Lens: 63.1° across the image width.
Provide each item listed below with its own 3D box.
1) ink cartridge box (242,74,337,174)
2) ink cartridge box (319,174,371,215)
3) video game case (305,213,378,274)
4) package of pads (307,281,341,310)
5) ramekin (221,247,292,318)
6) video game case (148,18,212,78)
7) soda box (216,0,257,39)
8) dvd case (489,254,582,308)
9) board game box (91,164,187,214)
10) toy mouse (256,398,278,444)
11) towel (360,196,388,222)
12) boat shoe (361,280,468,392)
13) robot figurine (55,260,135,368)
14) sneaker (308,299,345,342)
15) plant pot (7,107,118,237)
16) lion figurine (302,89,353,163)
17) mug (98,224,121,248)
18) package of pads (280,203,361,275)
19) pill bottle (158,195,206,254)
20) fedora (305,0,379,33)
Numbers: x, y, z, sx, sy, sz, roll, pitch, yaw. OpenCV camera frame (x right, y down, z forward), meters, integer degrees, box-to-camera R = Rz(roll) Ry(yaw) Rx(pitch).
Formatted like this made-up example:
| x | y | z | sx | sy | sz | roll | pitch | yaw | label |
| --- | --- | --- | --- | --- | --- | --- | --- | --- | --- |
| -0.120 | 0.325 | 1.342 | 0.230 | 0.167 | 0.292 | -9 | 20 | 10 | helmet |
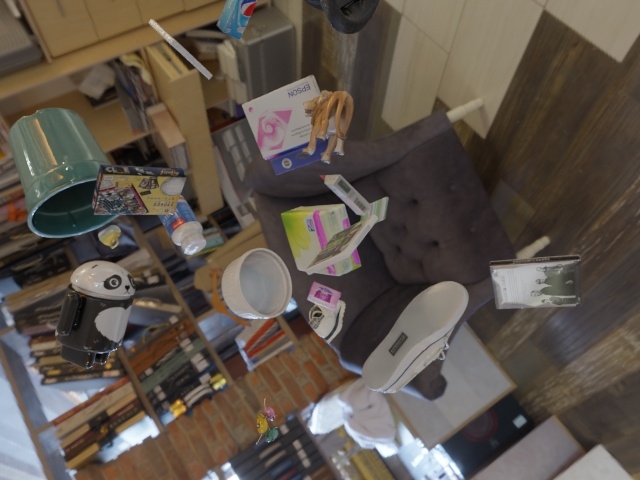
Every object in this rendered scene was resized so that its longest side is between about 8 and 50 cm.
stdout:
| x | y | z | sx | sy | sz | roll | pitch | yaw | label |
| --- | --- | --- | --- | --- | --- | --- | --- | --- | --- |
| -0.117 | -0.461 | 2.143 | 0.330 | 0.324 | 0.071 | 68 | -158 | -13 | ink cartridge box |
| 0.085 | -0.185 | 2.108 | 0.189 | 0.066 | 0.232 | 42 | 167 | -20 | ink cartridge box |
| 0.058 | 0.012 | 1.451 | 0.022 | 0.173 | 0.190 | 49 | 141 | -11 | video game case |
| 0.010 | 0.149 | 1.384 | 0.083 | 0.050 | 0.032 | 23 | 143 | -1 | package of pads |
| -0.194 | 0.133 | 1.534 | 0.109 | 0.207 | 0.207 | -19 | 102 | 39 | ramekin |
| -0.376 | -0.515 | 1.406 | 0.143 | 0.019 | 0.157 | 47 | -174 | 34 | video game case |
| -0.254 | -0.766 | 1.679 | 0.210 | 0.067 | 0.071 | -59 | 45 | 24 | soda box |
| 0.626 | 0.125 | 1.516 | 0.238 | 0.030 | 0.179 | -5 | 127 | 22 | dvd case |
| -0.541 | -0.147 | 1.558 | 0.165 | 0.243 | 0.042 | -57 | 49 | 37 | board game box |
| -0.172 | 0.635 | 1.807 | 0.143 | 0.031 | 0.161 | 50 | -150 | -50 | toy mouse |
| 0.223 | -0.119 | 2.206 | 0.023 | 0.152 | 0.113 | 34 | 133 | 38 | towel |
| 0.281 | 0.276 | 1.404 | 0.156 | 0.367 | 0.136 | 32 | -171 | -42 | boat shoe |
| -0.597 | 0.193 | 1.393 | 0.209 | 0.173 | 0.278 | 22 | 97 | 66 | robot figurine |
| 0.016 | 0.224 | 1.630 | 0.094 | 0.090 | 0.235 | 33 | -166 | -7 | sneaker |
| -0.864 | -0.241 | 1.765 | 0.334 | 0.341 | 0.341 | 60 | 160 | 14 | plant pot |
| 0.040 | -0.386 | 1.634 | 0.142 | 0.240 | 0.392 | 20 | 176 | -19 | lion figurine |
| -0.758 | -0.018 | 1.901 | 0.078 | 0.064 | 0.062 | 51 | -163 | -10 | mug |
| 0.000 | 0.000 | 1.772 | 0.296 | 0.101 | 0.229 | 4 | 113 | 57 | package of pads |
| -0.530 | -0.058 | 2.004 | 0.221 | 0.124 | 0.124 | 53 | 159 | 21 | pill bottle |
| 0.047 | -0.756 | 1.489 | 0.152 | 0.334 | 0.334 | 17 | 138 | 29 | fedora |
